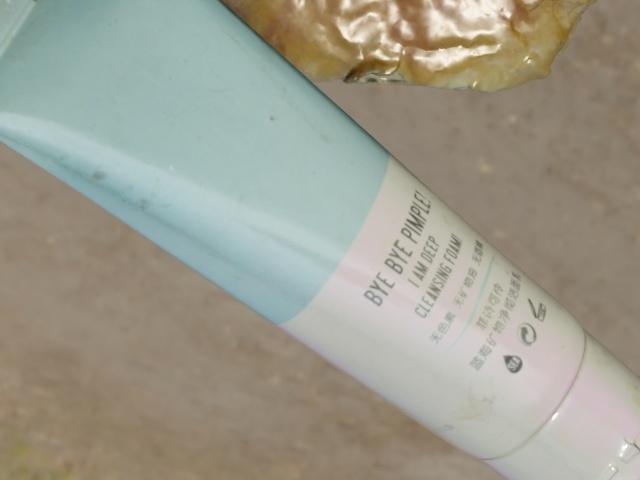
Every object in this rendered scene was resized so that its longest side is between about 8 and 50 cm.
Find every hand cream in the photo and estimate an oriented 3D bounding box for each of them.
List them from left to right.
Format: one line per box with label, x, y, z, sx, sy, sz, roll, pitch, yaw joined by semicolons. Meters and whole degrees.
hand cream;0.000;0.000;0.751;0.312;0.111;0.070;39;154;-18

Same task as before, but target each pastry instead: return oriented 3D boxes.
pastry;0.038;-0.164;0.984;0.218;0.229;0.100;57;-176;-7
